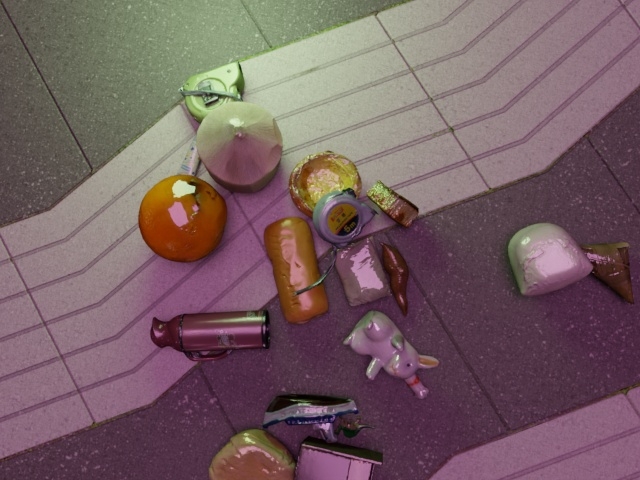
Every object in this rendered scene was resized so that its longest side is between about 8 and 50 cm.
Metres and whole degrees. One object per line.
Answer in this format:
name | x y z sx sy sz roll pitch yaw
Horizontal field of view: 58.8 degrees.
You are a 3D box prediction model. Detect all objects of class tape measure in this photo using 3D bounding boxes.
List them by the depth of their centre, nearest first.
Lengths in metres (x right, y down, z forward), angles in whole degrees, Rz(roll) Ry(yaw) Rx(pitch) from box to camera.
tape measure | 0.000 0.000 1.570 0.164 0.084 0.330 43 89 -17
tape measure | -0.319 -0.430 1.695 0.200 0.106 0.175 -14 78 1

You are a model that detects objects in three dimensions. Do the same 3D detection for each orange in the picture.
orange | -0.378 -0.060 1.574 0.246 0.246 0.246 0 82 2

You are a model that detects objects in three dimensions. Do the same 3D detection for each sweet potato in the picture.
sweet potato | 0.225 0.103 1.625 0.068 0.068 0.226 -17 92 -1

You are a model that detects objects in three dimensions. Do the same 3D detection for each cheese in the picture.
cheese | -0.182 0.634 1.533 0.226 0.117 0.214 39 91 2
cheese | 0.620 0.044 1.571 0.198 0.154 0.189 -24 82 10

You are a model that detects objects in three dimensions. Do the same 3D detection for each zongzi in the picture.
zongzi | 0.792 0.096 1.602 0.160 0.078 0.176 -3 85 7

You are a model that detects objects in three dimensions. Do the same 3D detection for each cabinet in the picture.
cabinet | 0.046 0.637 1.502 0.215 0.148 0.174 9 80 9

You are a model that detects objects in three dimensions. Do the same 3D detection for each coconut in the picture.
coconut | -0.223 -0.259 1.588 0.238 0.266 0.237 1 76 -4

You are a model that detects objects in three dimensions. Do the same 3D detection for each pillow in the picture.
pillow | 0.119 0.092 1.621 0.134 0.078 0.181 -21 84 2

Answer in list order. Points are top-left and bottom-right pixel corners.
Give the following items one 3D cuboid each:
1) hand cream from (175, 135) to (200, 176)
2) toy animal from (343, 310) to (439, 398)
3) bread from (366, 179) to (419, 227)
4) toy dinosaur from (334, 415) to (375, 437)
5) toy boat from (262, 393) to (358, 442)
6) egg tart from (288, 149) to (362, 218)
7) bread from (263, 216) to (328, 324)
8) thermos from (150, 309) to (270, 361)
hand cream | -0.381 -0.248 1.704 0.065 0.043 0.170 21 87 10
toy animal | 0.202 0.318 1.551 0.282 0.138 0.140 48 121 12
bread | 0.206 -0.106 1.622 0.069 0.140 0.128 -53 40 11
toy dinosaur | 0.093 0.525 1.587 0.120 0.029 0.060 5 97 -3
toy boat | -0.028 0.487 1.549 0.262 0.114 0.115 2 87 4
egg tart | 0.012 -0.157 1.654 0.213 0.090 0.212 0 83 0
bread | -0.069 0.084 1.623 0.142 0.091 0.305 -16 81 5
thermos | -0.311 0.264 1.603 0.330 0.136 0.109 -3 54 1
